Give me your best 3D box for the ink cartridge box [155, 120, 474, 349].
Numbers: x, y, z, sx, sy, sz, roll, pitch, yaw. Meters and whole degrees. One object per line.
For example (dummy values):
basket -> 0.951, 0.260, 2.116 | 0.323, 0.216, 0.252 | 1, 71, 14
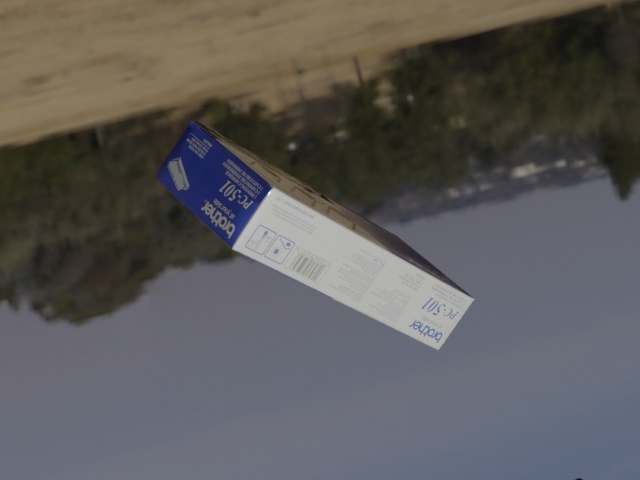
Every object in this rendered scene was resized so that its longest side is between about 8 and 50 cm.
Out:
ink cartridge box -> 0.000, 0.000, 0.894 | 0.207, 0.046, 0.097 | 28, -171, -45

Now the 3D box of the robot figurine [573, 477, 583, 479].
robot figurine -> 0.210, 0.319, 1.053 | 0.211, 0.291, 0.085 | 11, 157, 41
